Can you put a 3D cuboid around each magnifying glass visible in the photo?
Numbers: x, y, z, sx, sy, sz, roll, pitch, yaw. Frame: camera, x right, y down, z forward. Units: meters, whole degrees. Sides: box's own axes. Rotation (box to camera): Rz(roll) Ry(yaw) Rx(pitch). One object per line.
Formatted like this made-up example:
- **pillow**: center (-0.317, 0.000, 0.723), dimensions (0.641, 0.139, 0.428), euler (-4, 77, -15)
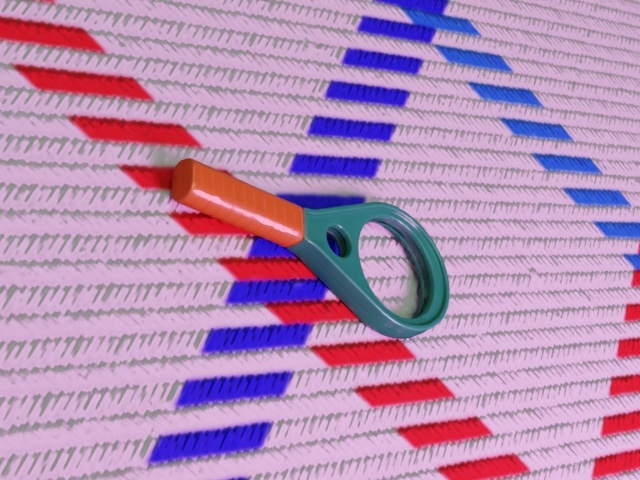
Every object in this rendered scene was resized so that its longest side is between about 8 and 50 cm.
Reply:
- **magnifying glass**: center (0.000, 0.000, 0.933), dimensions (0.231, 0.026, 0.092), euler (25, 52, -39)
